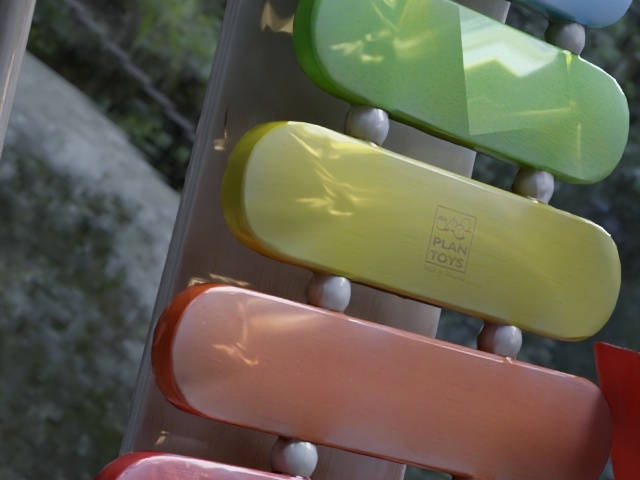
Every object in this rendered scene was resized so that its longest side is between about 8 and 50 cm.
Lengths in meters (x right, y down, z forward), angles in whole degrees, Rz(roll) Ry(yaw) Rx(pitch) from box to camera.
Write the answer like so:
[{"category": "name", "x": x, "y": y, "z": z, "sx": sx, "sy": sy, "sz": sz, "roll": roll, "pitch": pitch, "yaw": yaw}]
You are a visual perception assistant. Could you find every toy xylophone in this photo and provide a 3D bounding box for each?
[{"category": "toy xylophone", "x": 0.000, "y": 0.000, "z": 0.585, "sx": 0.236, "sy": 0.322, "sz": 0.081, "roll": 7, "pitch": -1, "yaw": -39}]

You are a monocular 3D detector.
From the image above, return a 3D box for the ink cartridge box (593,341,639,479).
[{"category": "ink cartridge box", "x": 0.135, "y": 0.162, "z": 0.581, "sx": 0.189, "sy": 0.066, "sz": 0.232, "roll": 13, "pitch": -58, "yaw": 61}]
